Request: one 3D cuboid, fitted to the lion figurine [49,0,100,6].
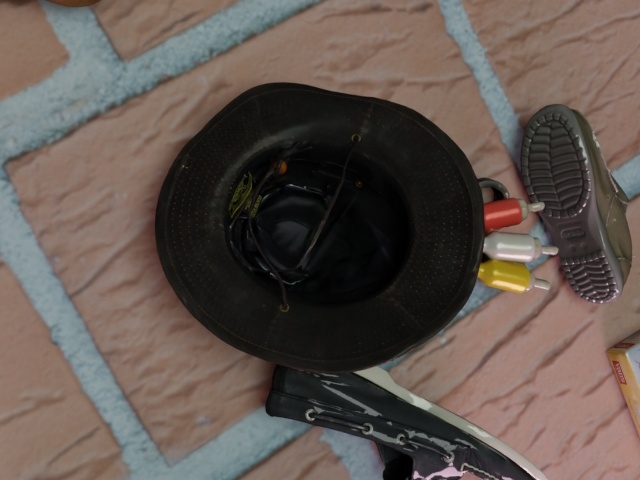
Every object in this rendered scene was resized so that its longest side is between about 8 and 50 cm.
[{"bbox_3d":[-0.306,-0.293,1.084,0.392,0.142,0.240,3,96,-27],"label":"lion figurine"}]

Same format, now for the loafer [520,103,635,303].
[{"bbox_3d":[0.314,-0.050,1.374,0.087,0.094,0.251,-36,114,-43],"label":"loafer"}]

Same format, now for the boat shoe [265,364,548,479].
[{"bbox_3d":[0.089,0.221,1.252,0.340,0.127,0.113,31,80,-18],"label":"boat shoe"}]

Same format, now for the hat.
[{"bbox_3d":[0.000,0.000,1.198,0.331,0.134,0.331,0,71,0],"label":"hat"}]

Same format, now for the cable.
[{"bbox_3d":[0.132,-0.001,1.297,0.287,0.072,0.139,-4,88,-22],"label":"cable"}]

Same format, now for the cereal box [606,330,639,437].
[{"bbox_3d":[0.494,0.165,1.459,0.240,0.047,0.173,-25,98,-20],"label":"cereal box"}]
